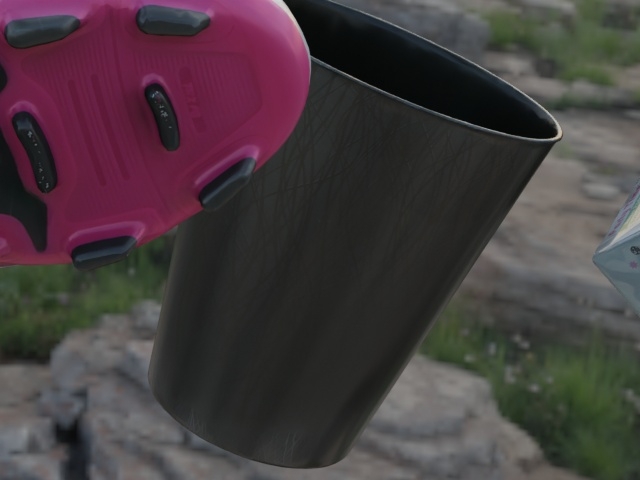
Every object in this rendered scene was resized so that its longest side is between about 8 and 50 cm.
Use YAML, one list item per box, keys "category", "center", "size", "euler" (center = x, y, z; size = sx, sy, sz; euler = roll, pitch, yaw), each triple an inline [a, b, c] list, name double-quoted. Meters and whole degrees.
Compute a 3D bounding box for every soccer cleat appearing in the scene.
- category: "soccer cleat"
  center: [-0.169, -0.039, 0.604]
  size: [0.331, 0.116, 0.143]
  euler: [-20, 34, 4]

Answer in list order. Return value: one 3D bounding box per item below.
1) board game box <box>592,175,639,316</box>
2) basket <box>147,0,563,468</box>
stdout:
- category: "board game box"
  center: [0.340, -0.075, 1.049]
  size: [0.303, 0.097, 0.224]
  euler: [-30, 16, 44]
- category: "basket"
  center: [0.000, 0.000, 0.931]
  size: [0.204, 0.227, 0.154]
  euler: [29, 21, 21]
